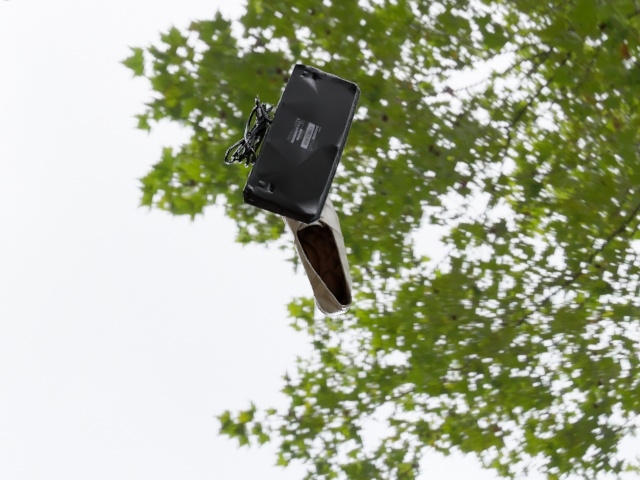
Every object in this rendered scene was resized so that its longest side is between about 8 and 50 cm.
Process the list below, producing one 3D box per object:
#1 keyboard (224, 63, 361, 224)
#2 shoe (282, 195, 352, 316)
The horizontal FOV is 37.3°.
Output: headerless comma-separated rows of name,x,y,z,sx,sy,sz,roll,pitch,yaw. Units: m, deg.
keyboard,-0.028,-0.094,0.903,0.100,0.192,0.038,22,-40,-4
shoe,0.000,0.000,1.337,0.076,0.058,0.219,-18,-92,-11
